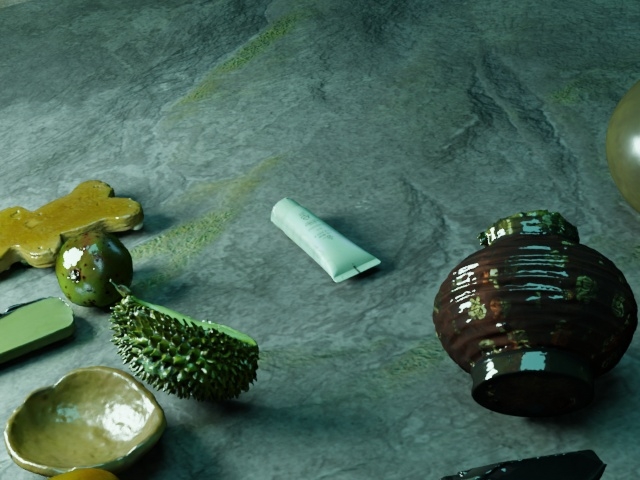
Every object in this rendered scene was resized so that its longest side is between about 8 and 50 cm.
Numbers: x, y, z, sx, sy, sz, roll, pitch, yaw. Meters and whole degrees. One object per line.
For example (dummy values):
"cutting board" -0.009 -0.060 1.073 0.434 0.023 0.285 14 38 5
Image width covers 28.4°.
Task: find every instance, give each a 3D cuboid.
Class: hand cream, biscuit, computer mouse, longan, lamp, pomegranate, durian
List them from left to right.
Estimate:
"biscuit" -0.492 0.155 1.732 0.322 0.038 0.099 -20 37 -20
"biscuit" -0.437 -0.009 1.977 0.301 0.049 0.197 -25 31 -25
"pomegranate" -0.316 0.038 1.826 0.114 0.114 0.142 4 10 19
"durian" -0.187 0.145 1.569 0.221 0.137 0.095 23 31 25
"hand cream" 0.000 0.000 1.865 0.078 0.050 0.205 -22 39 -26
"computer mouse" 0.217 0.263 1.342 0.192 0.062 0.106 -7 -14 -16
"lamp" 0.253 0.084 1.500 0.247 0.247 0.247 -6 31 4
"longan" 0.532 -0.130 1.781 0.258 0.258 0.258 -6 31 4

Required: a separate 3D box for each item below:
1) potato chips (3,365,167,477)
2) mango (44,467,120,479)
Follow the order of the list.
"potato chips" -0.279 0.234 1.531 0.208 0.062 0.195 3 32 16
"mango" -0.302 0.332 1.328 0.138 0.113 0.253 22 44 40
